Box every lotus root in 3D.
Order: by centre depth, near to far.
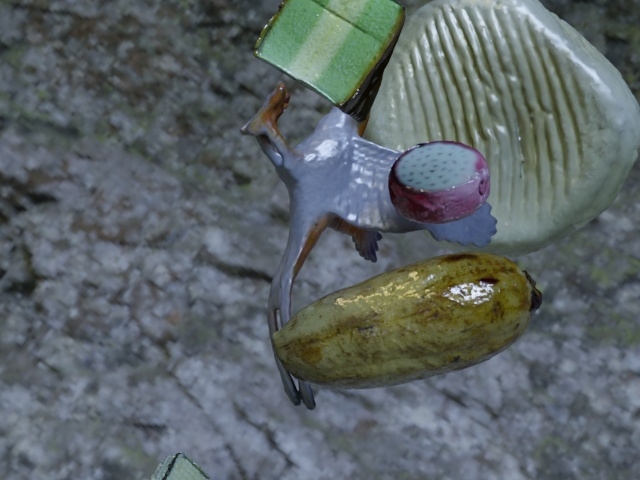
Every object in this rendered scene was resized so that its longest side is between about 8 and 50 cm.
[{"bbox_3d":[0.083,0.081,1.085,0.097,0.258,0.110,32,41,-81],"label":"lotus root"}]

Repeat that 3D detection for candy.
[{"bbox_3d":[0.118,-0.059,1.141,0.103,0.103,0.043,19,-41,36],"label":"candy"}]

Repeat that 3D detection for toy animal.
[{"bbox_3d":[-0.011,-0.020,1.269,0.302,0.284,0.225,55,-25,-21],"label":"toy animal"}]

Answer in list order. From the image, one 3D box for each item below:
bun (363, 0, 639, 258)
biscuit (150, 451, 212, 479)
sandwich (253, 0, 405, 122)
[{"bbox_3d":[0.237,-0.152,1.499,0.352,0.349,0.227,-8,0,16],"label":"bun"},{"bbox_3d":[-0.185,0.399,1.412,0.046,0.250,0.147,-25,-63,38],"label":"biscuit"},{"bbox_3d":[0.014,-0.128,0.749,0.074,0.074,0.116,34,6,7],"label":"sandwich"}]
